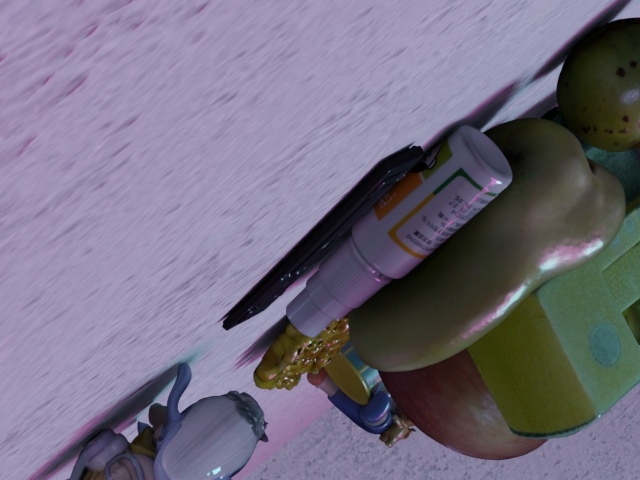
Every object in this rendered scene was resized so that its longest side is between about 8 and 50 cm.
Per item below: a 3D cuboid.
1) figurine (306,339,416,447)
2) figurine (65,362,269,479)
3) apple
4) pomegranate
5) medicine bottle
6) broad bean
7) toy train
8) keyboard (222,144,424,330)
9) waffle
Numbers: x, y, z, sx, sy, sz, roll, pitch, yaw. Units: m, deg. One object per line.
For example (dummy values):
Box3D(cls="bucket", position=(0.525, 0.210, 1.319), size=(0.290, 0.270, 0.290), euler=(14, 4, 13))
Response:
Box3D(cls="figurine", position=(0.121, 0.124, 2.273), size=(0.275, 0.161, 0.158), euler=(-40, 137, -23))
Box3D(cls="figurine", position=(-0.123, 0.188, 1.436), size=(0.184, 0.128, 0.208), euler=(-37, 177, -11))
Box3D(cls="apple", position=(0.204, 0.086, 1.952), size=(0.306, 0.235, 0.306), euler=(-48, -172, 9))
Box3D(cls="pomegranate", position=(0.265, -0.126, 1.519), size=(0.130, 0.130, 0.130), euler=(-40, 173, -6))
Box3D(cls="medicine bottle", position=(0.059, -0.008, 1.451), size=(0.220, 0.061, 0.092), euler=(-43, -168, 24))
Box3D(cls="broad bean", position=(0.122, 0.002, 1.494), size=(0.263, 0.121, 0.189), euler=(-37, -147, 8))
Box3D(cls="toy train", position=(0.264, 0.005, 1.715), size=(0.397, 0.253, 0.160), euler=(-34, -172, -39))
Box3D(cls="keyboard", position=(0.000, 0.000, 1.349), size=(0.204, 0.013, 0.061), euler=(-44, 172, 32))
Box3D(cls="waffle", position=(0.035, 0.061, 1.770), size=(0.245, 0.052, 0.254), euler=(-44, 172, 13))
